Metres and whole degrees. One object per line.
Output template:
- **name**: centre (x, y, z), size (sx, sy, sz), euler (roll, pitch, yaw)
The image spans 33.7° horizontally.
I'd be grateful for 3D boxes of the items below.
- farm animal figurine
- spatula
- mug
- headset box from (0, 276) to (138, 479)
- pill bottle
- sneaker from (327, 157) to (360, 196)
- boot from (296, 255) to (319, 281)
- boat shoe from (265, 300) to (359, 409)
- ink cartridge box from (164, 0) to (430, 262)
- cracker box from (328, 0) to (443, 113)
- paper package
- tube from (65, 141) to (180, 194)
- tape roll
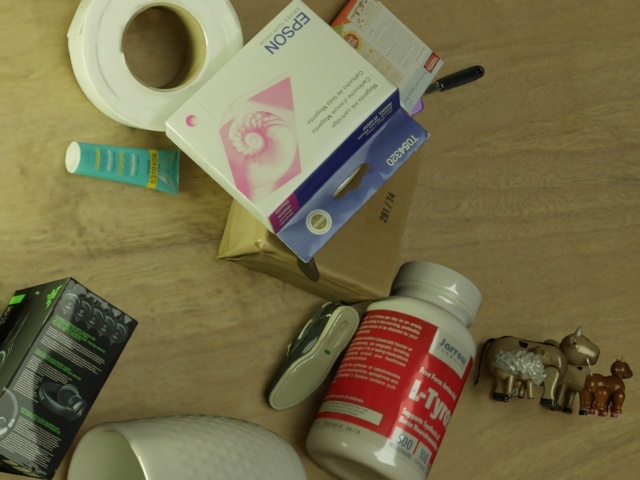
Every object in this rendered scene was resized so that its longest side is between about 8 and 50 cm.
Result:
- **farm animal figurine**: centre (0.488, 0.263, 2.201), size (0.327, 0.330, 0.172), euler (8, 79, -3)
- **spatula**: centre (0.240, -0.325, 2.232), size (0.296, 0.030, 0.084), euler (-24, 90, -34)
- **mug**: centre (-0.208, 0.458, 1.701), size (0.328, 0.276, 0.374), euler (1, 112, -41)
- **headset box**: centre (-0.425, 0.198, 1.582), size (0.131, 0.246, 0.283), euler (37, 65, -24)
- **pill bottle**: centre (0.151, 0.253, 1.965), size (0.229, 0.229, 0.407), euler (37, 65, -24)
- **sneaker**: centre (0.026, -0.180, 1.850), size (0.121, 0.079, 0.217), euler (39, 63, -11)
- **boot**: centre (0.000, 0.000, 1.824), size (0.114, 0.037, 0.106), euler (-39, 107, -36)
- **boat shoe**: centre (-0.024, 0.212, 1.956), size (0.233, 0.079, 0.084), euler (-52, 129, -13)
- **ink cartridge box**: centre (-0.033, -0.189, 1.772), size (0.330, 0.071, 0.324), euler (42, 76, 7)
- **cracker box**: centre (0.116, -0.372, 2.121), size (0.232, 0.067, 0.155), euler (41, 63, -12)
- **paper package**: centre (0.007, -0.074, 1.958), size (0.309, 0.168, 0.325), euler (24, 70, -29)
- **tube**: centre (-0.333, -0.129, 1.818), size (0.207, 0.052, 0.080), euler (6, 89, -39)
- **tape roll**: centre (-0.280, -0.329, 1.805), size (0.286, 0.100, 0.286), euler (-4, 100, -25)
